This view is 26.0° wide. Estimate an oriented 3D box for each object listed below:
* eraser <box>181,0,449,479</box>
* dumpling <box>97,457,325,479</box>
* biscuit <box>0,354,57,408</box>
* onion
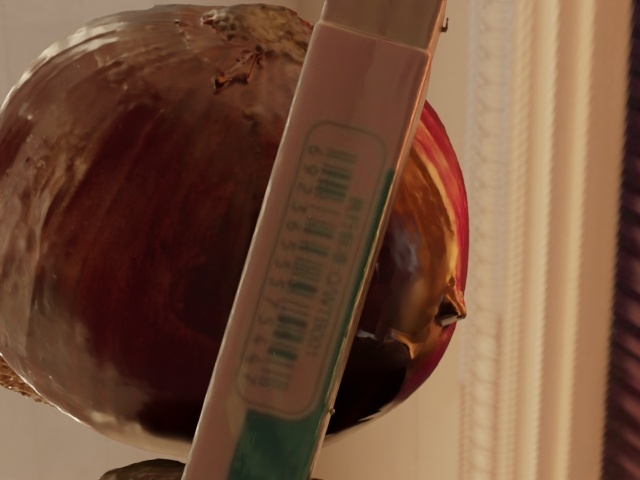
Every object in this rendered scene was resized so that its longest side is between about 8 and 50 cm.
[{"bbox_3d":[0.000,0.000,0.570,0.052,0.095,0.225,16,-93,4],"label":"eraser"},{"bbox_3d":[0.031,0.195,0.880,0.332,0.166,0.086,11,-96,-35],"label":"dumpling"},{"bbox_3d":[-0.253,0.110,1.319,0.054,0.094,0.379,-18,-23,12],"label":"biscuit"},{"bbox_3d":[-0.050,-0.004,0.930,0.341,0.341,0.341,-8,-70,-22],"label":"onion"}]
